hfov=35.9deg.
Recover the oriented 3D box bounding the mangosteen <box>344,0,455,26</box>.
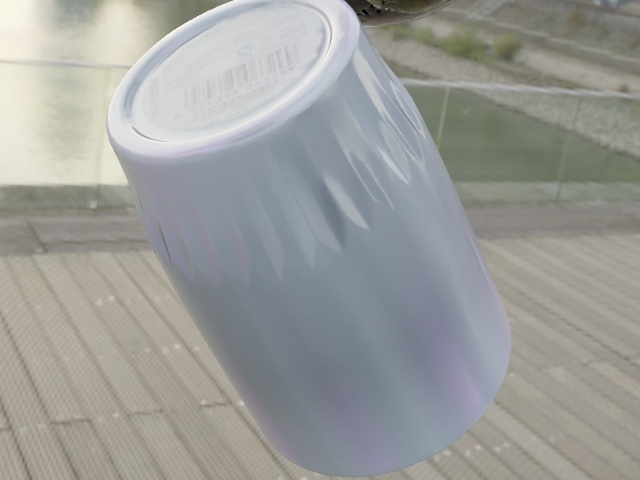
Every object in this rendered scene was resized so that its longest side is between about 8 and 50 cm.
[{"bbox_3d":[0.069,-0.426,1.107,0.380,0.381,0.421,1,15,-21],"label":"mangosteen"}]

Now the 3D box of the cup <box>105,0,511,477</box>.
[{"bbox_3d":[0.000,0.000,0.824,0.253,0.372,0.253,-15,40,13],"label":"cup"}]
